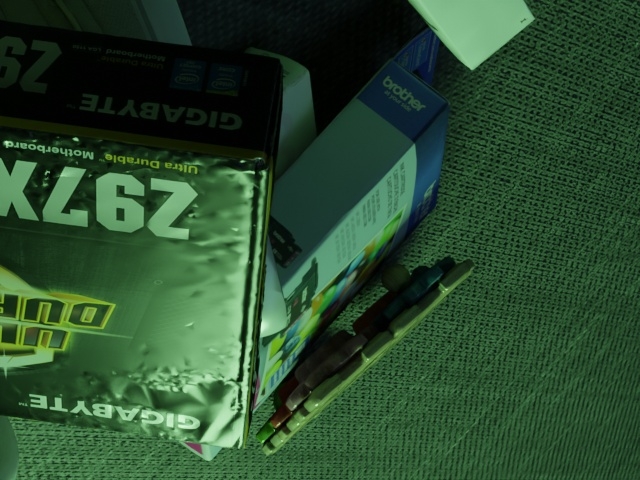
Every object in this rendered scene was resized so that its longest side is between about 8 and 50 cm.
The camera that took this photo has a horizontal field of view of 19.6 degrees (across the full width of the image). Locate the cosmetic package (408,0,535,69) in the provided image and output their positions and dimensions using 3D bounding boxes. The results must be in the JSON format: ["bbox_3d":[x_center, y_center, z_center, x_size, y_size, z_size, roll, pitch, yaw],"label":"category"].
[{"bbox_3d":[0.050,-0.199,1.130,0.060,0.099,0.239,-41,150,5],"label":"cosmetic package"}]

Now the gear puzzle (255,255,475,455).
[{"bbox_3d":[0.015,0.093,1.470,0.175,0.044,0.339,-40,175,-18],"label":"gear puzzle"}]

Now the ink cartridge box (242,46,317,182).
[{"bbox_3d":[-0.073,0.011,1.248,0.189,0.066,0.232,-45,143,-29],"label":"ink cartridge box"}]

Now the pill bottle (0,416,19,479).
[{"bbox_3d":[-0.324,0.204,1.228,0.153,0.153,0.264,3,131,-49],"label":"pill bottle"}]

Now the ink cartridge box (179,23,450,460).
[{"bbox_3d":[0.000,0.000,1.277,0.311,0.065,0.186,-50,166,-17],"label":"ink cartridge box"}]

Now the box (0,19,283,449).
[{"bbox_3d":[-0.186,-0.006,0.986,0.322,0.079,0.257,8,139,0],"label":"box"}]

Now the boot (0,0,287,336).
[{"bbox_3d":[-0.117,-0.043,1.077,0.123,0.258,0.095,-25,-167,-12],"label":"boot"}]
